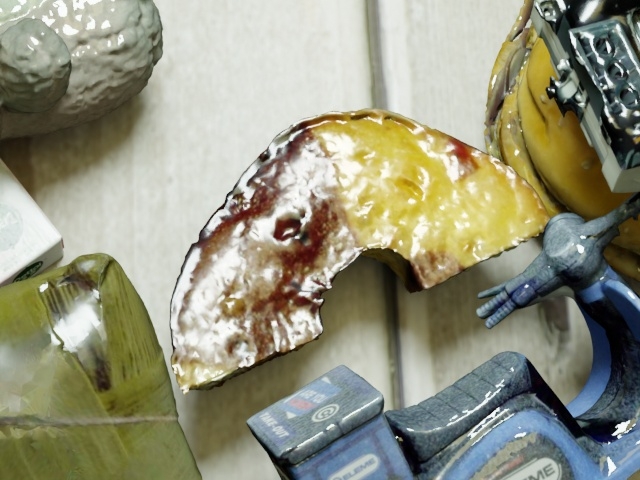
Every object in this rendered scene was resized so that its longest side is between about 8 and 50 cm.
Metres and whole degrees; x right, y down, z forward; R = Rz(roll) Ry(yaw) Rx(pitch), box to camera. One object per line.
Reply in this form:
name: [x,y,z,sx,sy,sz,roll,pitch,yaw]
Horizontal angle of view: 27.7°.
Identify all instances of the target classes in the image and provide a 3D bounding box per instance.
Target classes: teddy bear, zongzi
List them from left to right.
teddy bear: [-0.247,-0.137,0.931,0.267,0.236,0.151,-19,118,-27]
zongzi: [-0.210,0.186,0.858,0.274,0.145,0.300,-19,83,-10]

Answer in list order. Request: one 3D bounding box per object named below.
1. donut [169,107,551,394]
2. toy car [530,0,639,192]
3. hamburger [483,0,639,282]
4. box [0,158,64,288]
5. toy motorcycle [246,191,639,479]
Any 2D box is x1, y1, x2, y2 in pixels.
donut: [0.000,0.000,0.961,0.295,0.112,0.151,-24,76,-17]
toy car: [0.302,-0.131,0.875,0.301,0.118,0.193,-13,62,-13]
hamburger: [0.281,-0.113,1.016,0.319,0.158,0.318,2,73,-6]
box: [-0.263,0.007,0.950,0.125,0.043,0.089,-38,82,-17]
toy motorcycle: [0.147,0.112,0.903,0.359,0.125,0.212,-30,109,-13]
